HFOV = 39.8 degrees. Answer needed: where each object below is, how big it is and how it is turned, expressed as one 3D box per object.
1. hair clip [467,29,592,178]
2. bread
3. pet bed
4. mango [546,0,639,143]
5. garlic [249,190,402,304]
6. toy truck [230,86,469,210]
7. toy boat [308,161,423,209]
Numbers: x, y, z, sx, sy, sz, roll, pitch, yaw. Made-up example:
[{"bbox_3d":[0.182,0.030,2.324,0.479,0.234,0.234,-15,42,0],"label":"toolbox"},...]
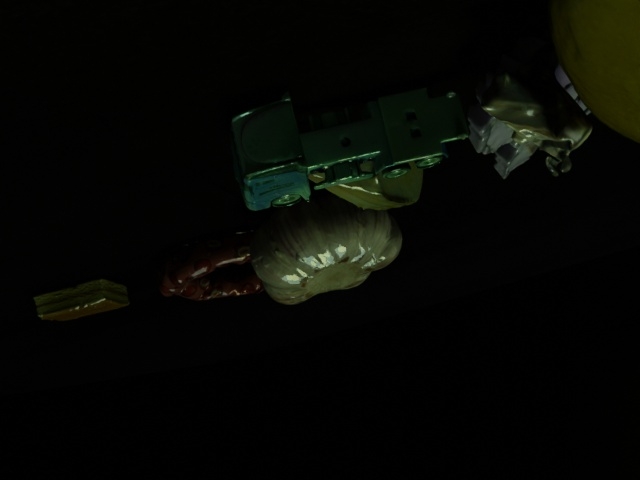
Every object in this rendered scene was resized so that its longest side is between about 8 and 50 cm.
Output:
[{"bbox_3d":[0.169,-0.089,0.662,0.106,0.084,0.292,-52,165,10],"label":"hair clip"},{"bbox_3d":[-0.308,0.078,1.146,0.095,0.035,0.090,-14,171,5],"label":"bread"},{"bbox_3d":[-0.107,0.029,1.096,0.201,0.053,0.201,-12,165,-3],"label":"pet bed"},{"bbox_3d":[0.216,-0.123,0.454,0.195,0.142,0.332,-26,157,36],"label":"mango"},{"bbox_3d":[0.000,0.000,0.938,0.159,0.102,0.147,-28,152,16],"label":"garlic"},{"bbox_3d":[0.022,-0.075,0.637,0.175,0.067,0.081,-13,169,-3],"label":"toy truck"},{"bbox_3d":[0.040,-0.059,0.777,0.066,0.065,0.172,4,177,30],"label":"toy boat"}]
